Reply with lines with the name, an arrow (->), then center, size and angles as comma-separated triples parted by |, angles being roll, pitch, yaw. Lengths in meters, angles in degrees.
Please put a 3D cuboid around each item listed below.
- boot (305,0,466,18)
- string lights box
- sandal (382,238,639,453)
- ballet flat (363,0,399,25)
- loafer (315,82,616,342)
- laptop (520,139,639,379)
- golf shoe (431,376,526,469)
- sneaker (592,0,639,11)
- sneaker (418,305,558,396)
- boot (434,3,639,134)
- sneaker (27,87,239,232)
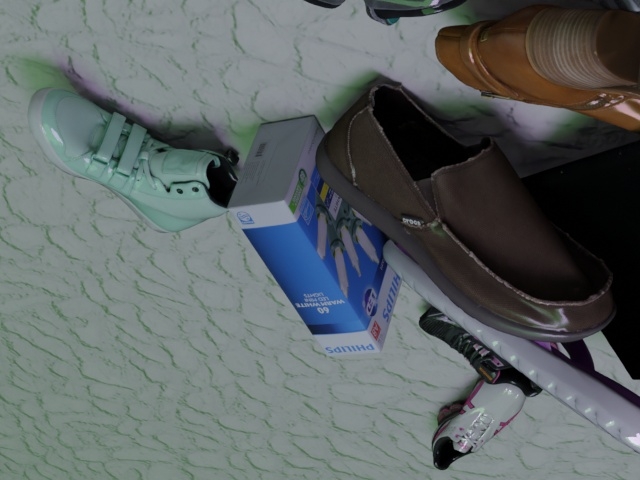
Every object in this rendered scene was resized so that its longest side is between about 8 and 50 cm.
boot -> 0.113, -0.303, 1.379 | 0.338, 0.118, 0.223 | 11, 134, 29
string lights box -> 0.000, 0.000, 1.781 | 0.076, 0.133, 0.260 | -7, 135, 29
sandal -> 0.249, 0.103, 1.755 | 0.416, 0.102, 0.169 | 37, 180, 27
ballet flat -> 0.048, -0.259, 1.534 | 0.041, 0.041, 0.114 | 2, 137, 21
loafer -> 0.151, -0.033, 1.613 | 0.366, 0.134, 0.130 | 35, 135, 16
laptop -> 0.458, 0.024, 1.581 | 0.408, 0.236, 0.382 | 56, 161, -6
golf shoe -> 0.205, 0.235, 2.016 | 0.067, 0.086, 0.186 | 29, 139, -10
sneaker -> 0.331, -0.269, 1.354 | 0.281, 0.115, 0.105 | -4, 107, 52
sneaker -> 0.203, 0.132, 1.900 | 0.178, 0.077, 0.072 | 21, 140, -1
boot -> 0.264, -0.144, 1.507 | 0.283, 0.109, 0.220 | 17, 173, -37
sneaker -> -0.198, -0.104, 1.769 | 0.151, 0.094, 0.256 | -13, 142, 41
